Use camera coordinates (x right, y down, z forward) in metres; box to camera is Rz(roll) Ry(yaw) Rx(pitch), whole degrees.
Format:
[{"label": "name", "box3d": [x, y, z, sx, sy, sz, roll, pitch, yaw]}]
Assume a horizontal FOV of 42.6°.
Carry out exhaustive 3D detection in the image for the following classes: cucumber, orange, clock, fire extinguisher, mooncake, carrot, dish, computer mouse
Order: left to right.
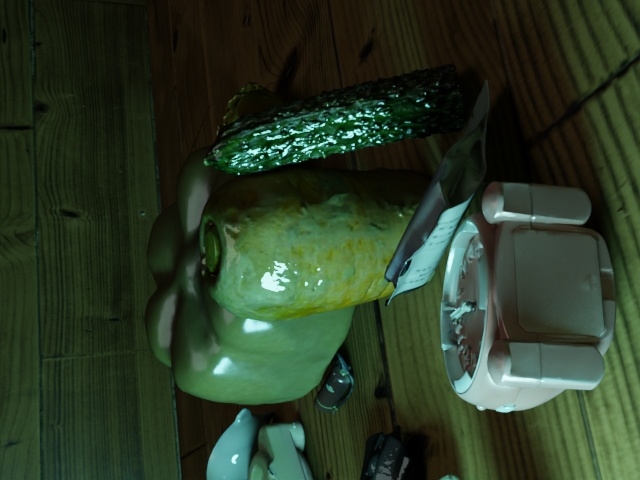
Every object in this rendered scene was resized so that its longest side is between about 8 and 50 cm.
[{"label": "mooncake", "box3d": [-0.144, 0.063, 1.500, 0.467, 0.262, 0.467, -18, 68, 51]}, {"label": "orange", "box3d": [-0.155, -0.205, 1.781, 0.334, 0.196, 0.262, -86, 7, -76]}, {"label": "dish", "box3d": [-0.158, 0.513, 1.937, 0.086, 0.228, 0.236, 24, 140, 32]}, {"label": "clock", "box3d": [-0.080, 0.579, 1.769, 0.284, 0.114, 0.309, -116, 30, -46]}, {"label": "carrot", "box3d": [0.000, 0.000, 1.199, 0.224, 0.341, 0.224, 177, 90, -66]}, {"label": "cucumber", "box3d": [0.014, -0.159, 1.118, 0.096, 0.359, 0.096, -12, -90, -88]}, {"label": "fire extinguisher", "box3d": [0.029, 0.274, 1.549, 0.064, 0.043, 0.158, 47, 143, 18]}, {"label": "computer mouse", "box3d": [0.106, 0.426, 1.298, 0.147, 0.088, 0.264, 168, 103, -67]}, {"label": "clock", "box3d": [0.218, 0.078, 0.915, 0.241, 0.142, 0.227, 115, 159, -67]}]

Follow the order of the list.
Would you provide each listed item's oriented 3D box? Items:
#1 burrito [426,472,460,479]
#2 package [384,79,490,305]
[{"label": "burrito", "box3d": [0.160, 0.480, 1.123, 0.143, 0.105, 0.299, -36, 56, 54]}, {"label": "package", "box3d": [0.159, -0.051, 1.030, 0.251, 0.062, 0.204, -62, -4, -34]}]
